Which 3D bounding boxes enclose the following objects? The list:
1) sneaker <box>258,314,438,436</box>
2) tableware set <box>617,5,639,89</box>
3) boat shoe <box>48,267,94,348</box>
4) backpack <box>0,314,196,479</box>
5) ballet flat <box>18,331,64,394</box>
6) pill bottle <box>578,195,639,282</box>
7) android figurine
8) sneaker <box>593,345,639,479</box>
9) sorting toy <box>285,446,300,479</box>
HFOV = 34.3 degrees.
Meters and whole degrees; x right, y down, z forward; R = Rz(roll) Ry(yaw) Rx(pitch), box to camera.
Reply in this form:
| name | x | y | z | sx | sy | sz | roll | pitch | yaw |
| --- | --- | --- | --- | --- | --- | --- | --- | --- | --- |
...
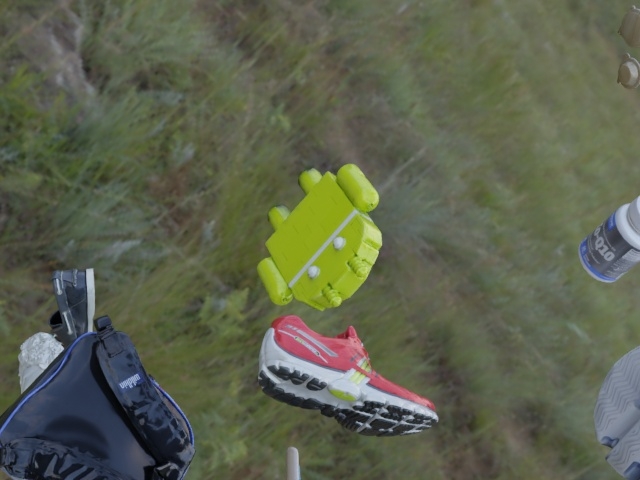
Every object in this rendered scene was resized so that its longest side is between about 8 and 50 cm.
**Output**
| name | x | y | z | sx | sy | sz | roll | pitch | yaw |
| --- | --- | --- | --- | --- | --- | --- | --- | --- | --- |
| sneaker | 0.048 | 0.174 | 1.368 | 0.279 | 0.107 | 0.118 | 28 | 50 | -26 |
| tableware set | 0.549 | -0.303 | 1.730 | 0.020 | 0.141 | 0.169 | -11 | 35 | -25 |
| boat shoe | -0.441 | 0.149 | 1.832 | 0.079 | 0.233 | 0.084 | -2 | 34 | -18 |
| backpack | -0.333 | 0.301 | 1.540 | 0.263 | 0.213 | 0.276 | 44 | 66 | -8 |
| ballet flat | -0.467 | 0.323 | 1.919 | 0.409 | 0.147 | 0.147 | 43 | 20 | 26 |
| pill bottle | 0.439 | -0.004 | 1.487 | 0.078 | 0.137 | 0.078 | 13 | 53 | -18 |
| android figurine | 0.000 | 0.000 | 1.656 | 0.056 | 0.248 | 0.273 | 31 | 19 | -37 |
| sneaker | 0.330 | 0.203 | 0.690 | 0.182 | 0.127 | 0.315 | 23 | 26 | -28 |
| sorting toy | -0.050 | 0.526 | 1.970 | 0.038 | 0.208 | 0.193 | 1 | 47 | -4 |
